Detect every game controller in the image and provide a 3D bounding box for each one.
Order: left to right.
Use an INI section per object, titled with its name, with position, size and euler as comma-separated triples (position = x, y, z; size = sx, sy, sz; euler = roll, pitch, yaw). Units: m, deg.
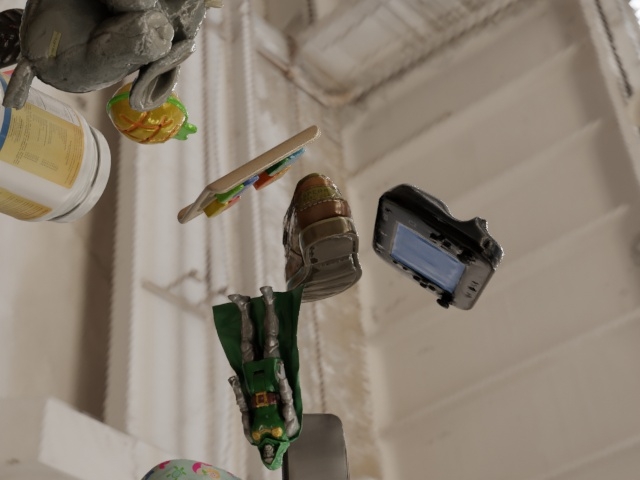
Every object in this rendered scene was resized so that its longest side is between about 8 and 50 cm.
[game controller]
position = 0.144, 0.014, 1.609
size = 0.319, 0.166, 0.067
euler = 91, 24, -75

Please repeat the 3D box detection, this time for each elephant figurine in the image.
[elephant figurine]
position = -0.175, -0.210, 1.214
size = 0.186, 0.239, 0.169
euler = -3, -89, 17

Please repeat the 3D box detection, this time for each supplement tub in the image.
[supplement tub]
position = -0.344, -0.103, 1.375
size = 0.144, 0.200, 0.144
euler = -11, -110, 30

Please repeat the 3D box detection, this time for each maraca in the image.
[maraca]
position = -0.274, -0.201, 2.026
size = 0.127, 0.185, 0.099
euler = -4, -110, 15

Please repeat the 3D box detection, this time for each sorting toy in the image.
[sorting toy]
position = -0.104, -0.089, 1.817
size = 0.193, 0.038, 0.208
euler = -32, -178, -24

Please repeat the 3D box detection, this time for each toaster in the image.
[toaster]
position = -0.008, 0.387, 2.009
size = 0.110, 0.168, 0.185
euler = -6, -125, 3

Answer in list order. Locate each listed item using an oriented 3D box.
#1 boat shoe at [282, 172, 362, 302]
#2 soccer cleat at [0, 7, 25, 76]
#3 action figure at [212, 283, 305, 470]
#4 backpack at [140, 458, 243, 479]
[boat shoe]
position = 0.000, 0.000, 1.763
size = 0.307, 0.111, 0.104
euler = 110, -34, -66
[soccer cleat]
position = -0.546, -0.269, 1.898
size = 0.318, 0.116, 0.108
euler = -16, -95, 15
[action figure]
position = -0.071, 0.178, 1.588
size = 0.137, 0.063, 0.232
euler = -16, -108, 24
[backpack]
position = -0.217, 0.482, 1.967
size = 0.253, 0.225, 0.191
euler = -59, -162, 17
